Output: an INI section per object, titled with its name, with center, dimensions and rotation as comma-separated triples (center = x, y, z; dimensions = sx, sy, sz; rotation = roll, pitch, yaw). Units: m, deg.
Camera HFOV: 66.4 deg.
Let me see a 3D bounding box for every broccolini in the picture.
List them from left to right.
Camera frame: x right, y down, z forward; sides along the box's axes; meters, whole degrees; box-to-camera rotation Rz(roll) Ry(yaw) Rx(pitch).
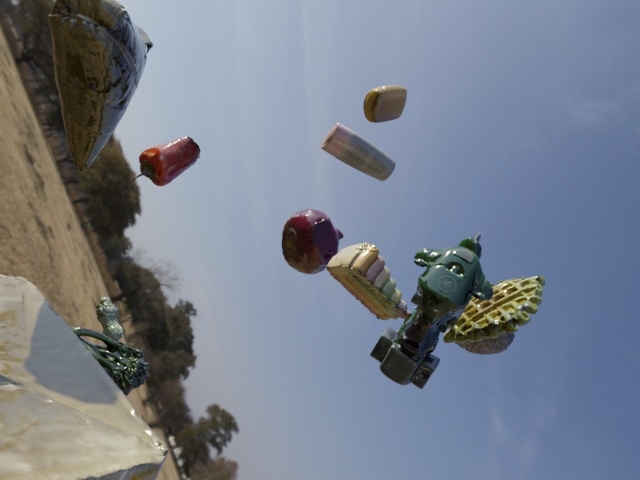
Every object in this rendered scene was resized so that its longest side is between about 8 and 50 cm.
[broccolini]
center = -0.385, 0.188, 0.829
dimensions = 0.203, 0.091, 0.068
rotation = 36, -34, -6

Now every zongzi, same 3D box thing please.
[zongzi]
center = -0.231, -0.147, 0.480
dimensions = 0.160, 0.079, 0.176
rotation = -131, -117, -76

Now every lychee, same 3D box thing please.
[lychee]
center = 0.418, 0.220, 1.305
dimensions = 0.197, 0.165, 0.165
rotation = 44, -30, 14

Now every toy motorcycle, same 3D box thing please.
[toy motorcycle]
center = 0.173, 0.113, 0.761
dimensions = 0.125, 0.187, 0.274
rotation = 31, -73, 18

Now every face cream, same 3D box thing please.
[face cream]
center = 0.101, -0.228, 1.282
dimensions = 0.084, 0.198, 0.057
rotation = -52, -156, 25

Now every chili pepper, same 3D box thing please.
[chili pepper]
center = -0.348, -0.163, 1.062
dimensions = 0.084, 0.192, 0.086
rotation = 19, -45, 27

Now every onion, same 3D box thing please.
[onion]
center = 0.000, 0.000, 1.456
dimensions = 0.140, 0.218, 0.195
rotation = -3, -85, 52

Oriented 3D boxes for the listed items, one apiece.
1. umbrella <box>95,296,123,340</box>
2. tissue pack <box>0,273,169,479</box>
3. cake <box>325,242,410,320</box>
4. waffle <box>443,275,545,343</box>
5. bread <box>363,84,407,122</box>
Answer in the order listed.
[umbrella]
center = -0.650, 0.241, 1.504
dimensions = 0.143, 0.067, 0.062
rotation = 68, -24, 16
[tissue pack]
center = -0.323, 0.238, 0.339
dimensions = 0.293, 0.228, 0.381
rotation = 30, -83, 37
[cake]
center = 0.125, 0.099, 1.149
dimensions = 0.109, 0.090, 0.225
rotation = -11, -49, 49
[waffle]
center = 0.385, 0.153, 1.086
dimensions = 0.214, 0.208, 0.054
rotation = -23, -79, 50
[bread]
center = 0.140, -0.309, 1.098
dimensions = 0.056, 0.115, 0.082
rotation = 36, -45, 34
